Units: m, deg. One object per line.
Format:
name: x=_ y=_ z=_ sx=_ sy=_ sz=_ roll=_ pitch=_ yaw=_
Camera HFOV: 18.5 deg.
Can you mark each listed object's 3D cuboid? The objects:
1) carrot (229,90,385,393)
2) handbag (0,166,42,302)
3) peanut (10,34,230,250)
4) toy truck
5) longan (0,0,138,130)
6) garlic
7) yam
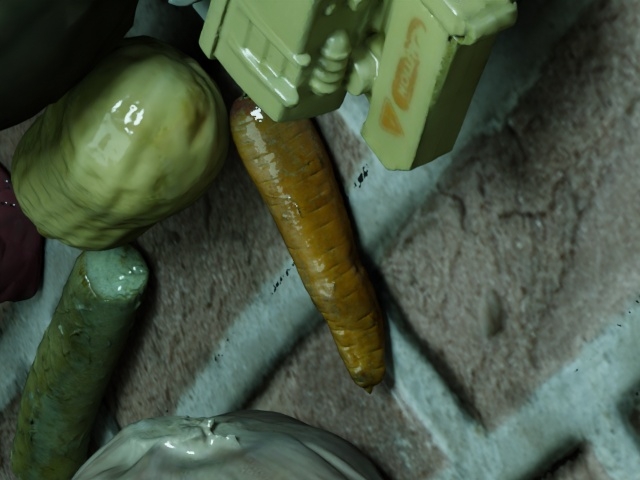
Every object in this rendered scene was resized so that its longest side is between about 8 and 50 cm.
carrot: x=0.000 y=0.000 z=1.402 sx=0.059 sy=0.059 sz=0.248 roll=-2 pitch=116 yaw=55
handbag: x=-0.366 y=-0.022 z=1.818 sx=0.225 sy=0.135 sz=0.146 roll=43 pitch=139 yaw=29
peanut: x=-0.149 y=-0.071 z=1.479 sx=0.147 sy=0.147 sz=0.319 roll=61 pitch=159 yaw=1
toy truck: x=0.038 y=-0.226 z=1.063 sx=0.254 sy=0.181 sz=0.405 roll=51 pitch=147 yaw=19
longan: x=-0.299 y=-0.239 z=1.289 sx=0.391 sy=0.391 sz=0.391 roll=34 pitch=138 yaw=37
garlic: x=-0.070 y=0.247 z=1.476 sx=0.317 sy=0.317 sz=0.259 roll=9 pitch=124 yaw=51
yam: x=-0.226 y=0.123 z=1.788 sx=0.083 sy=0.083 sz=0.371 roll=49 pitch=145 yaw=19
